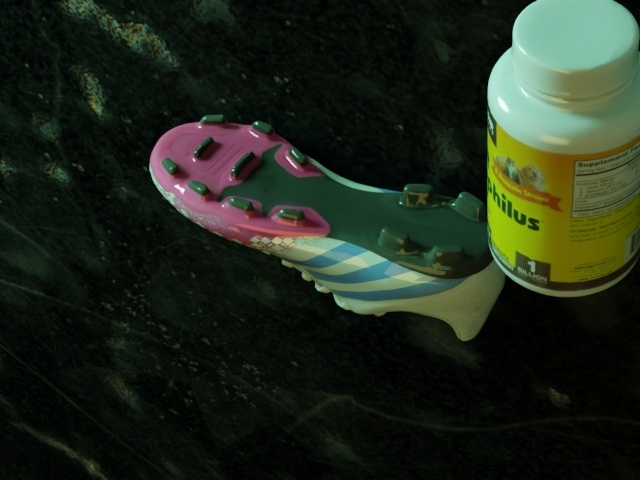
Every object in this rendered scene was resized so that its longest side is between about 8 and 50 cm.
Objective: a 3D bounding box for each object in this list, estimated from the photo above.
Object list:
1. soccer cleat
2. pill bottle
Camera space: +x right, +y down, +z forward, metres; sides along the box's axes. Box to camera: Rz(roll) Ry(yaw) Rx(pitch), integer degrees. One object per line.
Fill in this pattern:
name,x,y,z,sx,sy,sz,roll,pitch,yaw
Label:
soccer cleat,0.000,0.000,1.301,0.331,0.116,0.143,20,142,21
pill bottle,0.177,-0.067,1.073,0.117,0.117,0.215,19,142,22
